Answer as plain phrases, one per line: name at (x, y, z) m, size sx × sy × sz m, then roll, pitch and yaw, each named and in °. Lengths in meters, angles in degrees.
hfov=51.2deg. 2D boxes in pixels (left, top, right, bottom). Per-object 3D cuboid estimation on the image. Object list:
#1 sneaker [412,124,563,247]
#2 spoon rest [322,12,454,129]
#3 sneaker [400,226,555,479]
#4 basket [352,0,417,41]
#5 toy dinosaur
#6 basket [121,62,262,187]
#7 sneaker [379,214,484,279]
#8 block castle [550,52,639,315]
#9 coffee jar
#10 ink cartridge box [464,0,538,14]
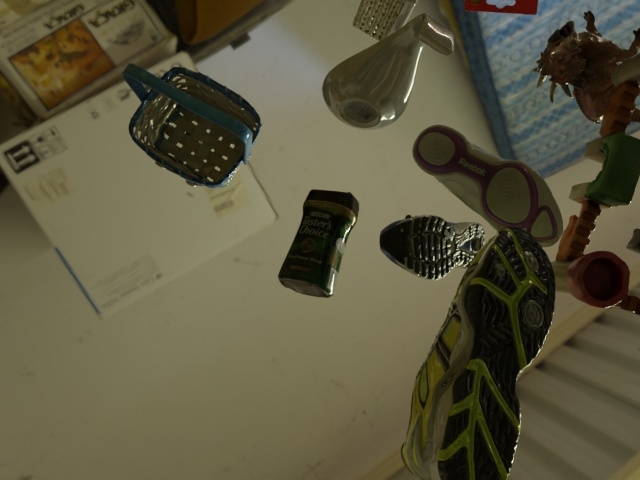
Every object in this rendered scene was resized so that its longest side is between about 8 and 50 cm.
sneaker at (0.303, -0.096, 1.162) m, size 0.114 × 0.305 × 0.152 m, roll -52°, pitch 149°, yaw 12°
spoon rest at (0.102, -0.249, 1.001) m, size 0.276 × 0.137 × 0.084 m, roll -31°, pitch -144°, yaw 58°
sneaker at (0.200, 0.144, 0.902) m, size 0.147 × 0.145 × 0.385 m, roll -24°, pitch -146°, yaw 58°
basket at (0.141, -0.501, 1.380) m, size 0.167 × 0.103 × 0.113 m, roll 123°, pitch -12°, yaw -71°
toy dinosaur at (0.507, -0.296, 1.243) m, size 0.200 × 0.296 × 0.127 m, roll -42°, pitch -159°, yaw -9°
basket at (-0.237, -0.219, 1.289) m, size 0.201 × 0.255 × 0.289 m, roll -58°, pitch 175°, yaw -13°
sneaker at (0.210, 0.011, 1.377) m, size 0.147 × 0.130 × 0.330 m, roll 5°, pitch 180°, yaw 38°
block castle at (0.578, -0.074, 1.053) m, size 0.213 × 0.303 × 0.453 m, roll 165°, pitch -54°, yaw -83°
coffee jar at (0.000, 0.000, 1.143) m, size 0.096 × 0.079 × 0.184 m, roll 7°, pitch -113°, yaw 30°
ink cartridge box at (0.335, -0.508, 1.233) m, size 0.145 × 0.179 × 0.045 m, roll 12°, pitch -146°, yaw 22°
